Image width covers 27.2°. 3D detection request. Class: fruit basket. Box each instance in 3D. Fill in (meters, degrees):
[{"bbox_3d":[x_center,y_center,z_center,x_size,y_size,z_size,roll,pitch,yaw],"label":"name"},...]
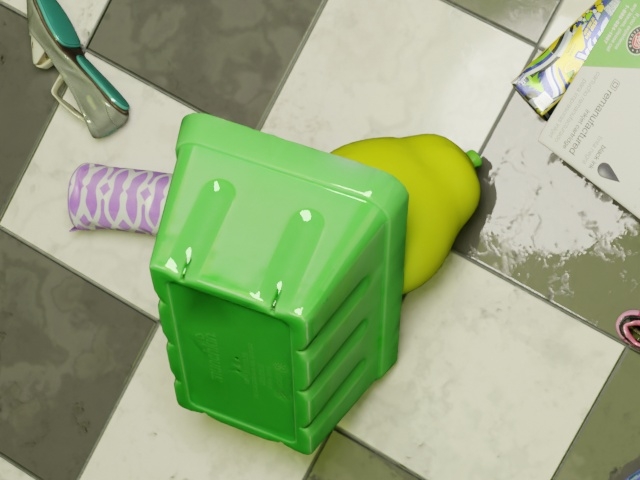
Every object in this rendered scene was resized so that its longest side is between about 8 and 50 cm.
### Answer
[{"bbox_3d":[0.000,0.000,1.427,0.283,0.392,0.392,19,93,13],"label":"fruit basket"}]

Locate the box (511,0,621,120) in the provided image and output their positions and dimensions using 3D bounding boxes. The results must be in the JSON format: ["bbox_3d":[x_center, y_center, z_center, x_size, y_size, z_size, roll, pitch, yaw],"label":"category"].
[{"bbox_3d":[0.292,-0.210,1.465,0.169,0.059,0.054,-43,78,10],"label":"box"}]

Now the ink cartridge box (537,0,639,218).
[{"bbox_3d":[0.392,-0.107,1.343,0.273,0.115,0.198,42,118,27],"label":"ink cartridge box"}]

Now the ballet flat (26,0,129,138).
[{"bbox_3d":[-0.315,-0.216,1.616,0.068,0.072,0.213,-38,81,15],"label":"ballet flat"}]

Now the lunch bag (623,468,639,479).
[{"bbox_3d":[0.398,0.288,1.415,0.151,0.096,0.129,-31,79,-6],"label":"lunch bag"}]

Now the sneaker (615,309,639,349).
[{"bbox_3d":[0.376,0.117,1.438,0.119,0.057,0.047,27,94,12],"label":"sneaker"}]

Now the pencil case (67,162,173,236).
[{"bbox_3d":[-0.200,-0.039,1.579,0.206,0.086,0.088,10,115,16],"label":"pencil case"}]
